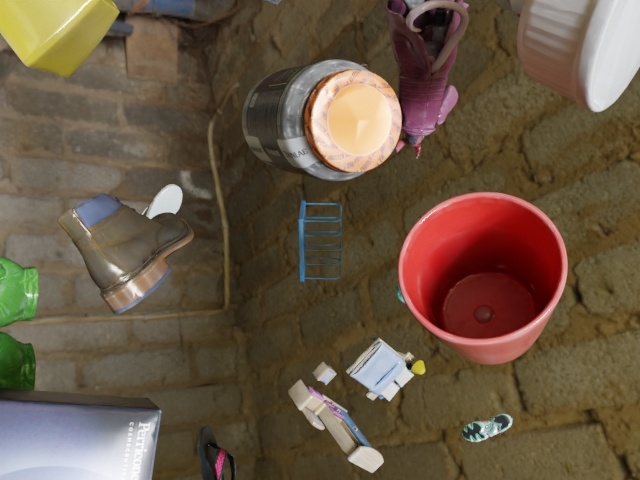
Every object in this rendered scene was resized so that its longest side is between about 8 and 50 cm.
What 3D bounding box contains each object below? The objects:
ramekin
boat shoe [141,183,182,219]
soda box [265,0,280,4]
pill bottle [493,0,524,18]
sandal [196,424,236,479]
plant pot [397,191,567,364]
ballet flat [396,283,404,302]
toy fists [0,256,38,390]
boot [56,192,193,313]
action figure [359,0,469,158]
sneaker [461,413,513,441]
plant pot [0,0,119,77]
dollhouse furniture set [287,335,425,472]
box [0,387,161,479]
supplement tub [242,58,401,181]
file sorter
[{"bbox_3d":[0.386,-0.327,0.824,0.127,0.272,0.273,30,-175,30],"label":"ramekin"},{"bbox_3d":[-0.472,-0.074,1.676,0.078,0.070,0.219,22,107,-44],"label":"boat shoe"},{"bbox_3d":[-0.203,-0.642,1.353,0.286,0.091,0.098,5,171,-30],"label":"soda box"},{"bbox_3d":[0.525,-0.550,1.295,0.160,0.283,0.160,-19,130,-24],"label":"pill bottle"},{"bbox_3d":[-0.139,0.336,0.835,0.040,0.179,0.067,-29,125,-1],"label":"sandal"},{"bbox_3d":[0.288,0.092,1.044,0.275,0.274,0.243,-14,148,12],"label":"plant pot"},{"bbox_3d":[0.260,0.128,1.677,0.087,0.083,0.247,-31,174,18],"label":"ballet flat"},{"bbox_3d":[-0.589,0.163,1.050,0.142,0.279,0.096,7,163,-40],"label":"toy fists"},{"bbox_3d":[-0.202,-0.017,0.630,0.082,0.106,0.219,-30,-162,7],"label":"boot"},{"bbox_3d":[0.230,-0.339,1.246,0.248,0.275,0.370,-7,121,-13],"label":"action figure"},{"bbox_3d":[0.323,0.359,1.125,0.098,0.038,0.069,-23,156,20],"label":"sneaker"},{"bbox_3d":[-0.536,-0.478,1.175,0.187,0.212,0.212,-34,-171,4],"label":"plant pot"},{"bbox_3d":[0.137,0.401,1.542,0.303,0.198,0.286,-45,135,-1],"label":"dollhouse furniture set"},{"bbox_3d":[-0.363,0.331,0.699,0.294,0.296,0.183,10,167,-20],"label":"box"},{"bbox_3d":[-0.005,-0.204,1.009,0.194,0.193,0.316,-3,-168,-22],"label":"supplement tub"},{"bbox_3d":[0.000,0.000,1.472,0.105,0.170,0.118,0,-153,1],"label":"file sorter"}]
